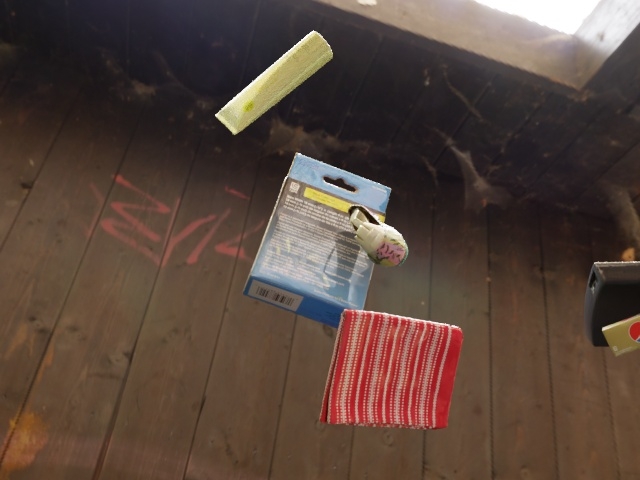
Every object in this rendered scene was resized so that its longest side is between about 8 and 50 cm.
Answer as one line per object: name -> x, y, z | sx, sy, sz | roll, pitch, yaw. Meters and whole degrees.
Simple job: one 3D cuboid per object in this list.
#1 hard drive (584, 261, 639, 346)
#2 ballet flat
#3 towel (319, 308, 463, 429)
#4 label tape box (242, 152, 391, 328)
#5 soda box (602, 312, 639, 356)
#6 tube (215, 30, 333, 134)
hard drive -> 0.652, 0.143, 1.327 | 0.171, 0.255, 0.054 | -1, -133, 17
ballet flat -> 0.097, -0.015, 1.234 | 0.079, 0.077, 0.221 | 33, -169, -24
towel -> 0.135, 0.233, 1.106 | 0.274, 0.031, 0.199 | 13, -92, -32
label tape box -> 0.000, 0.000, 1.375 | 0.240, 0.106, 0.334 | 21, -123, -5
soda box -> 0.649, 0.164, 1.221 | 0.061, 0.181, 0.058 | 4, -120, -65
tube -> -0.085, -0.288, 1.160 | 0.240, 0.070, 0.062 | -40, -86, -3
